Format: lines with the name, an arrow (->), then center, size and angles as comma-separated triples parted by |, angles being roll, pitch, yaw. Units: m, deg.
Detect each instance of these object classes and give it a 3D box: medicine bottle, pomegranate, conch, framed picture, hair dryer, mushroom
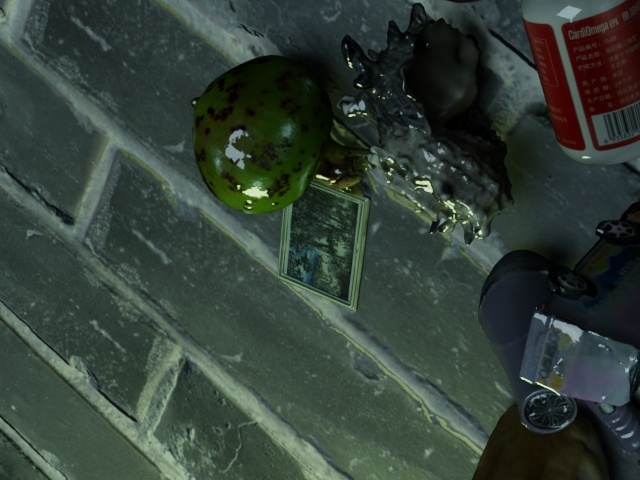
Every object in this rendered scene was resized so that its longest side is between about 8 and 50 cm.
medicine bottle -> 0.296, -0.214, 1.384 | 0.131, 0.131, 0.250 | 0, 123, 37
pomegranate -> -0.051, -0.130, 1.675 | 0.263, 0.211, 0.211 | 21, 125, -2
conch -> 0.124, -0.123, 1.513 | 0.186, 0.241, 0.313 | -16, 117, 4
framed picture -> 0.000, 0.000, 1.808 | 0.142, 0.011, 0.183 | 22, 122, 27
hair dryer -> 0.332, 0.192, 1.532 | 0.121, 0.301, 0.361 | -39, 111, 20
mushroom -> 0.246, 0.420, 1.646 | 0.224, 0.313, 0.397 | 8, 110, 30

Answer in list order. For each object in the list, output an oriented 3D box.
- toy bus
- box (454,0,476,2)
toy bus -> 0.330, 0.068, 1.393 | 0.138, 0.317, 0.113 | 22, 124, 23
box -> 0.191, -0.452, 1.392 | 0.263, 0.108, 0.404 | 48, 130, 6
